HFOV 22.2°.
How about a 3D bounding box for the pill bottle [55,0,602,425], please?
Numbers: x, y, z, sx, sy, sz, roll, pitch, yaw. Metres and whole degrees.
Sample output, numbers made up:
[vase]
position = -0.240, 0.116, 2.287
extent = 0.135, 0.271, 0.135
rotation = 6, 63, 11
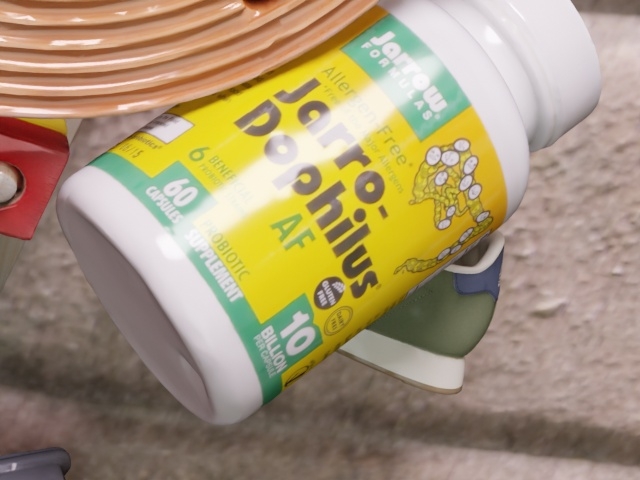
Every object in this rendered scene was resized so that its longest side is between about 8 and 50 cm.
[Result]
[pill bottle]
position = 0.009, -0.030, 0.659
extent = 0.208, 0.117, 0.117
rotation = -35, 129, -17

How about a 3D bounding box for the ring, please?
[ring]
position = -0.082, -0.195, 0.528
extent = 0.337, 0.032, 0.336
rotation = -8, 122, -12

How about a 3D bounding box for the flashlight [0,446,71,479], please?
[flashlight]
position = -0.259, 0.156, 0.737
extent = 0.304, 0.103, 0.103
rotation = -10, 121, -15

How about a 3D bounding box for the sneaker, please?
[sneaker]
position = 0.000, 0.000, 0.748
extent = 0.192, 0.064, 0.086
rotation = 22, 102, -22

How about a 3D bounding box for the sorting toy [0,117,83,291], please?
[sorting toy]
position = -0.238, -0.018, 0.648
extent = 0.255, 0.089, 0.257
rotation = 17, 119, -25
